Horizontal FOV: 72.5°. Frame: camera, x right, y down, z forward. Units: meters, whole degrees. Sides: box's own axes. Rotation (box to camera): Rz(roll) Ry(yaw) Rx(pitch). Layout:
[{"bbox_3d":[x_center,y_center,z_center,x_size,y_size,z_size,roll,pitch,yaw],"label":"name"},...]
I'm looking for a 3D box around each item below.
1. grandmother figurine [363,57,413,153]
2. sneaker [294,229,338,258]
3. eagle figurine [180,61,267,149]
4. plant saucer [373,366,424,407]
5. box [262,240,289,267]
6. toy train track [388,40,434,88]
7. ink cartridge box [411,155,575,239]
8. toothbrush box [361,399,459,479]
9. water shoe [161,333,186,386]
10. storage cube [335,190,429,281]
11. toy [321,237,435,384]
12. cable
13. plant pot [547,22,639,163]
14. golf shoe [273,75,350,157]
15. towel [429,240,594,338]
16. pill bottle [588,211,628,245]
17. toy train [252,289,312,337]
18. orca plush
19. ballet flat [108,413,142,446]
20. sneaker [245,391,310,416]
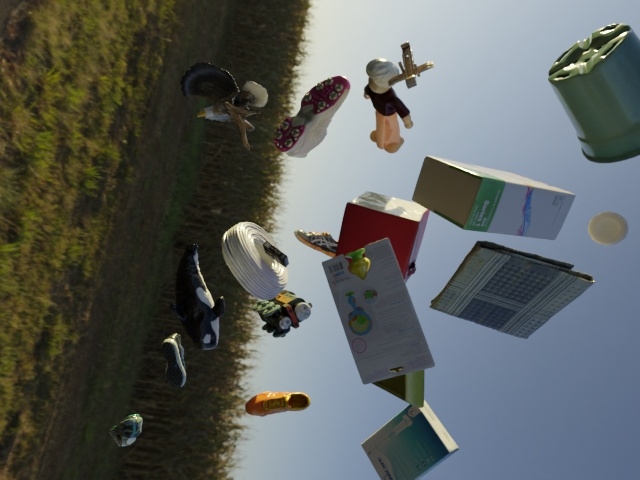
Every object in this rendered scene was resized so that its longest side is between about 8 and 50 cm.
[{"bbox_3d":[0.194,-0.400,1.307,0.104,0.208,0.342,-51,154,-12],"label":"grandmother figurine"},{"bbox_3d":[0.000,0.000,1.638,0.083,0.215,0.084,-65,-157,3],"label":"sneaker"},{"bbox_3d":[-0.349,-0.488,1.550,0.298,0.225,0.226,46,-56,43],"label":"eagle figurine"},{"bbox_3d":[0.198,0.351,1.208,0.188,0.045,0.188,12,-71,49],"label":"plant saucer"},{"bbox_3d":[-0.135,0.042,1.326,0.018,0.083,0.067,-50,165,-18],"label":"box"},{"bbox_3d":[0.090,-0.187,0.453,0.014,0.048,0.083,51,31,-41],"label":"toy train track"},{"bbox_3d":[0.388,-0.097,0.994,0.201,0.278,0.117,-133,-127,-58],"label":"ink cartridge box"},{"bbox_3d":[0.339,0.795,1.680,0.295,0.126,0.216,-45,-125,12],"label":"toothbrush box"},{"bbox_3d":[-0.511,0.430,1.564,0.080,0.073,0.203,-65,157,-65],"label":"water shoe"},{"bbox_3d":[0.160,-0.005,1.143,0.184,0.215,0.193,-35,140,-63],"label":"storage cube"},{"bbox_3d":[0.106,0.127,0.802,0.237,0.137,0.056,70,19,3],"label":"toy"},{"bbox_3d":[-0.198,0.062,1.364,0.257,0.089,0.257,60,14,19],"label":"cable"},{"bbox_3d":[0.960,-0.496,1.444,0.341,0.334,0.341,-41,-160,18],"label":"plant pot"},{"bbox_3d":[-0.014,-0.391,1.404,0.306,0.140,0.115,-43,-119,11],"label":"golf shoe"},{"bbox_3d":[0.496,0.135,1.171,0.324,0.312,0.056,109,-1,-50],"label":"towel"},{"bbox_3d":[0.749,-0.032,1.139,0.152,0.086,0.086,-3,109,-57],"label":"pill bottle"},{"bbox_3d":[-0.157,0.290,1.795,0.142,0.190,0.334,65,-20,-8],"label":"toy train"},{"bbox_3d":[-0.331,0.151,1.115,0.102,0.151,0.287,-19,114,-63],"label":"orca plush"},{"bbox_3d":[-0.523,0.517,1.168,0.188,0.070,0.070,-44,-147,47],"label":"ballet flat"},{"bbox_3d":[-0.113,0.429,1.161,0.067,0.175,0.064,105,-23,-64],"label":"sneaker"}]
